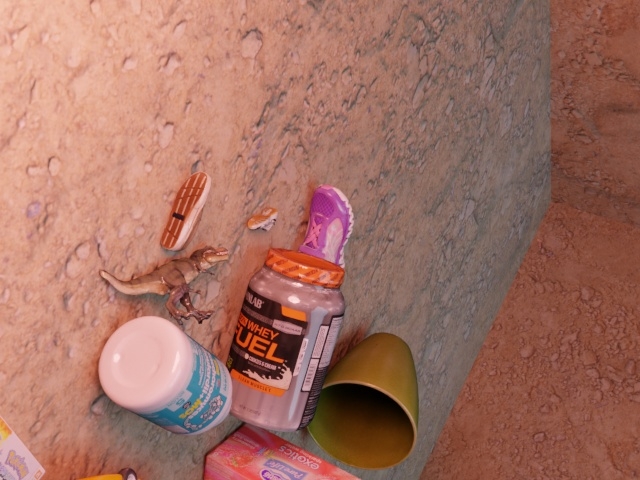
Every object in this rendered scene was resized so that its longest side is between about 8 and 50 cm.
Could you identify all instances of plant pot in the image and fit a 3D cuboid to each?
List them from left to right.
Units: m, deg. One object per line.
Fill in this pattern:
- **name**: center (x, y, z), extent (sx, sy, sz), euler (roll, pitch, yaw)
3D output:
- **plant pot**: center (0.135, 0.368, 2.116), extent (0.293, 0.275, 0.275), euler (-59, 156, -55)

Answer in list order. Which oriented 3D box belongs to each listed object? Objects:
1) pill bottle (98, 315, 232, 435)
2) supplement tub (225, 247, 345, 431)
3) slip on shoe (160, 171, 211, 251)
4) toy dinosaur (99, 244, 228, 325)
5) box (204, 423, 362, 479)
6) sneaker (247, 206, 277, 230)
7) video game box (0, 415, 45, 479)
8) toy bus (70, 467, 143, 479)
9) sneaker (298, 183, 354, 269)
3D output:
- **pill bottle**: center (-0.234, 0.230, 1.373), extent (0.146, 0.146, 0.264), euler (-63, 154, -15)
- **supplement tub**: center (-0.068, 0.185, 1.619), extent (0.193, 0.193, 0.316), euler (2, 105, -64)
- **slip on shoe**: center (-0.206, -0.044, 1.343), extent (0.041, 0.051, 0.135), euler (21, 92, -59)
- **toy dinosaur**: center (-0.228, 0.077, 1.340), extent (0.064, 0.118, 0.268), euler (-41, 167, 30)
- **box**: center (-0.076, 0.515, 1.710), extent (0.154, 0.300, 0.142), euler (-31, 136, -52)
- **sneaker**: center (-0.105, -0.031, 1.577), extent (0.083, 0.032, 0.037), euler (-35, 137, -50)
- **video game box**: center (-0.466, 0.320, 1.093), extent (0.187, 0.048, 0.205), euler (-56, 152, -32)
- **toy bus**: center (-0.315, 0.448, 1.351), extent (0.333, 0.108, 0.130), euler (53, 25, -60)
- **sneaker**: center (0.000, 0.000, 1.748), extent (0.104, 0.095, 0.236), euler (-30, 135, -43)
